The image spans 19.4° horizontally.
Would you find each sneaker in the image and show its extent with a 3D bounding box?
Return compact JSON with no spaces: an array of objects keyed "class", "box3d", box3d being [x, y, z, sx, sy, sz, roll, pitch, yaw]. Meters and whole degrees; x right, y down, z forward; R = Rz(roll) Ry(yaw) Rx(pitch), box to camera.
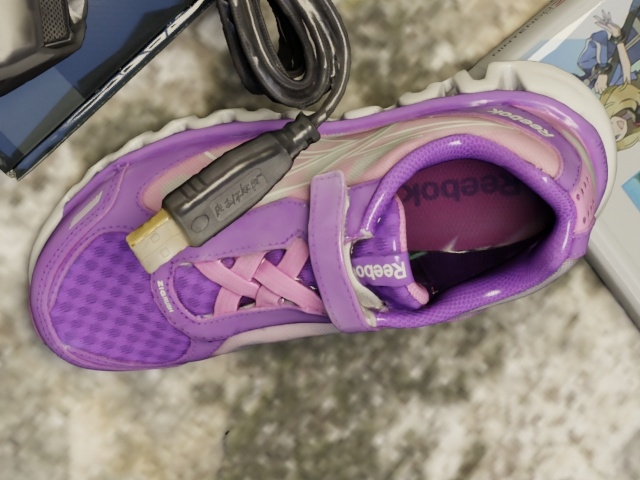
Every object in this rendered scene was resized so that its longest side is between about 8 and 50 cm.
[{"class":"sneaker","box3d":[0.000,0.000,0.702,0.236,0.104,0.095,-15,111,5]}]

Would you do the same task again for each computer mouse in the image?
[{"class":"computer mouse","box3d":[-0.120,-0.056,0.647,0.262,0.060,0.184,-35,103,-15]}]

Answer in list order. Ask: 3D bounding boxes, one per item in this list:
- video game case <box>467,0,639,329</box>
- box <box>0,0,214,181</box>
[{"class":"video game case","box3d":[0.269,-0.036,0.809,0.300,0.036,0.329,-40,108,-3]},{"class":"box","box3d":[-0.124,-0.159,0.680,0.175,0.051,0.220,-42,107,-2]}]
